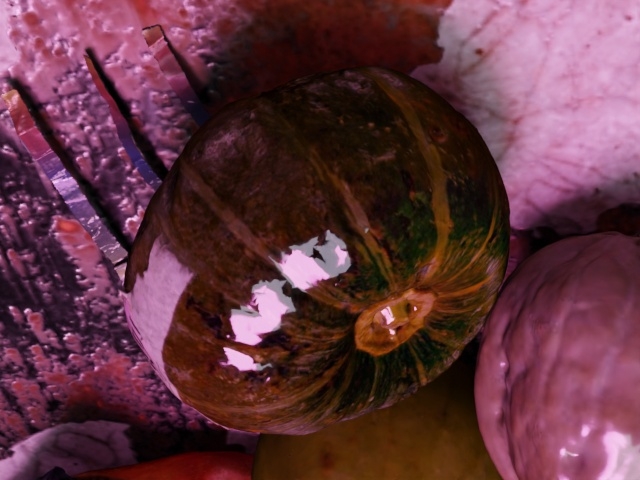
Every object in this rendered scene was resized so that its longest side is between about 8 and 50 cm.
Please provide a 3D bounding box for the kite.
[{"bbox_3d":[-0.089,0.007,0.996,0.204,0.022,0.360,-20,130,18],"label":"kite"}]

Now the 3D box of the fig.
[{"bbox_3d":[0.050,0.191,1.014,0.203,0.225,0.203,2,111,5],"label":"fig"}]

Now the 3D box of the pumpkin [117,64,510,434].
[{"bbox_3d":[-0.002,-0.002,0.878,0.260,0.189,0.260,-27,148,-18],"label":"pumpkin"}]

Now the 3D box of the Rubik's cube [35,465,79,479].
[{"bbox_3d":[-0.169,0.393,1.119,0.307,0.310,0.305,26,148,-16],"label":"Rubik's cube"}]

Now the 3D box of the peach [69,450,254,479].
[{"bbox_3d":[-0.089,0.229,1.170,0.279,0.068,0.189,25,143,-16],"label":"peach"}]

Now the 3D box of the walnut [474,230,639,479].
[{"bbox_3d":[0.207,0.101,0.935,0.224,0.224,0.224,1,133,1],"label":"walnut"}]
